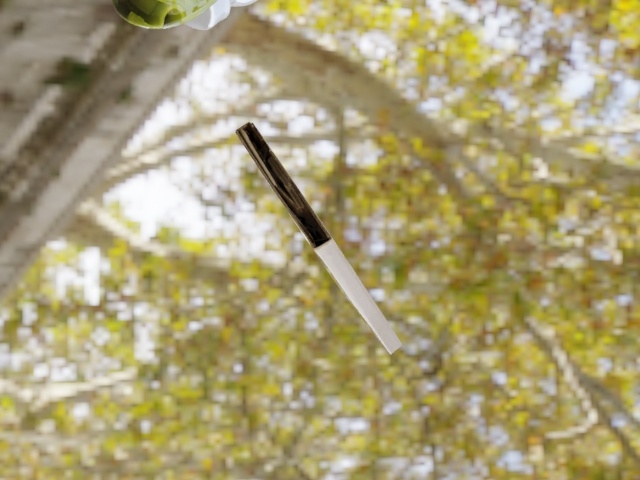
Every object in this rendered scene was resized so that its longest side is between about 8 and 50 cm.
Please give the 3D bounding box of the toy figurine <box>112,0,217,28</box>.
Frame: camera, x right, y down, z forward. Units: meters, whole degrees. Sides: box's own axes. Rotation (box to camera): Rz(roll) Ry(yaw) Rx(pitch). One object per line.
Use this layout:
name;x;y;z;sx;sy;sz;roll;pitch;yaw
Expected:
toy figurine;-0.074;-0.370;1.499;0.191;0.362;0.217;35;-34;14

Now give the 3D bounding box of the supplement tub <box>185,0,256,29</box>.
supplement tub;-0.077;-0.374;1.908;0.191;0.272;0.191;41;-17;16

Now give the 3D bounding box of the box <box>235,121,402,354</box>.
box;0.000;0.000;1.624;0.021;0.201;0.164;-34;-127;-1
